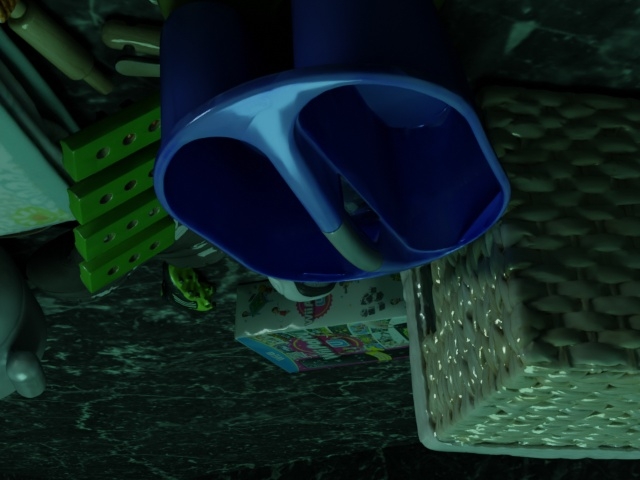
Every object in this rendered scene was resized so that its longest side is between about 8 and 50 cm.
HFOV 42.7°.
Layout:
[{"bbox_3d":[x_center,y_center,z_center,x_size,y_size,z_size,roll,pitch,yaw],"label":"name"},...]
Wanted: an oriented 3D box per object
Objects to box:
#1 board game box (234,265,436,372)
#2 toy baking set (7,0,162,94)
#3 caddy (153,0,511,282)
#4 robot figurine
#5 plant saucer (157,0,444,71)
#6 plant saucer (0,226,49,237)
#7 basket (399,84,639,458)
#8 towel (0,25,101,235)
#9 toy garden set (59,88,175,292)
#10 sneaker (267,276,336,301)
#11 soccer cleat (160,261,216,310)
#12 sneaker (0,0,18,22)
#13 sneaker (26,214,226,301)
[{"bbox_3d":[0.047,0.128,1.320,0.304,0.097,0.224,-9,154,19],"label":"board game box"},{"bbox_3d":[-0.151,-0.179,0.700,0.197,0.030,0.256,-9,155,16],"label":"toy baking set"},{"bbox_3d":[0.015,-0.065,0.658,0.241,0.179,0.341,-17,154,18],"label":"caddy"},{"bbox_3d":[-0.493,0.107,1.115,0.300,0.199,0.353,32,156,8],"label":"robot figurine"},{"bbox_3d":[-0.007,-0.190,0.639,0.241,0.037,0.241,-7,154,-3],"label":"plant saucer"},{"bbox_3d":[-0.405,-0.058,0.952,0.199,0.036,0.198,0,156,0],"label":"plant saucer"},{"bbox_3d":[0.276,0.038,0.860,0.332,0.328,0.266,3,151,-9],"label":"basket"},{"bbox_3d":[-0.411,-0.109,0.734,0.321,0.090,0.374,-8,148,8],"label":"towel"},{"bbox_3d":[-0.161,-0.074,0.808,0.204,0.049,0.244,-34,161,-28],"label":"toy garden set"},{"bbox_3d":[0.000,0.000,1.019,0.153,0.101,0.268,-9,152,23],"label":"sneaker"},{"bbox_3d":[-0.212,0.070,1.223,0.072,0.060,0.179,-4,159,9],"label":"soccer cleat"},{"bbox_3d":[-0.274,-0.241,0.499,0.121,0.099,0.262,2,149,10],"label":"sneaker"},{"bbox_3d":[-0.251,-0.013,1.005,0.286,0.109,0.130,-19,145,15],"label":"sneaker"}]
